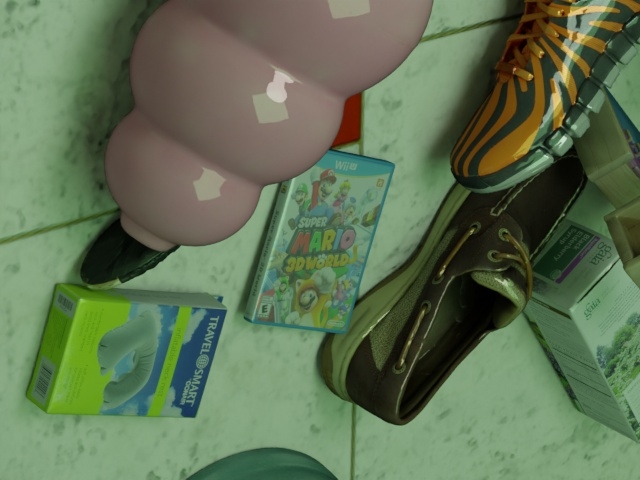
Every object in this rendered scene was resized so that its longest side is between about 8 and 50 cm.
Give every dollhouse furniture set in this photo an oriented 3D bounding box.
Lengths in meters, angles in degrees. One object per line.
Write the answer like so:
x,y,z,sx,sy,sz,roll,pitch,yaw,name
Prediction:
0.417,-0.097,1.869,0.303,0.286,0.198,-31,136,17,dollhouse furniture set

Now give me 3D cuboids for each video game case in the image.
0.000,0.000,1.794,0.119,0.015,0.166,9,100,-42,video game case

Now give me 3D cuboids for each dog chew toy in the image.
-0.055,-0.139,1.569,0.207,0.206,0.332,23,103,-44,dog chew toy

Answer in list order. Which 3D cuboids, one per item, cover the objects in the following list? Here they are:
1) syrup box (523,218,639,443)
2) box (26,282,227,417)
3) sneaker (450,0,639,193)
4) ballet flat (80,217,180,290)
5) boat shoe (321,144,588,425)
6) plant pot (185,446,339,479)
0.290,0.094,2.036,0.093,0.096,0.237,-47,132,-15,syrup box
-0.156,0.096,1.699,0.178,0.042,0.109,6,107,-41,box
0.198,-0.206,1.814,0.321,0.124,0.180,-51,123,-10,sneaker
-0.127,-0.009,1.663,0.173,0.057,0.049,-37,150,-17,ballet flat
0.154,0.038,1.875,0.342,0.123,0.123,-44,132,-15,boat shoe
-0.030,0.365,1.831,0.293,0.196,0.293,-18,121,-32,plant pot
